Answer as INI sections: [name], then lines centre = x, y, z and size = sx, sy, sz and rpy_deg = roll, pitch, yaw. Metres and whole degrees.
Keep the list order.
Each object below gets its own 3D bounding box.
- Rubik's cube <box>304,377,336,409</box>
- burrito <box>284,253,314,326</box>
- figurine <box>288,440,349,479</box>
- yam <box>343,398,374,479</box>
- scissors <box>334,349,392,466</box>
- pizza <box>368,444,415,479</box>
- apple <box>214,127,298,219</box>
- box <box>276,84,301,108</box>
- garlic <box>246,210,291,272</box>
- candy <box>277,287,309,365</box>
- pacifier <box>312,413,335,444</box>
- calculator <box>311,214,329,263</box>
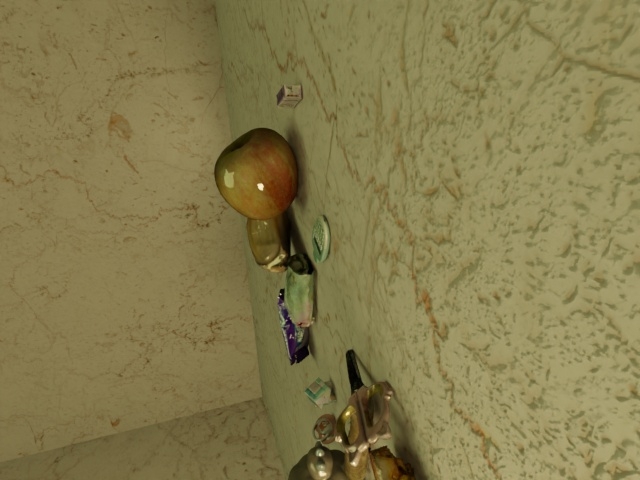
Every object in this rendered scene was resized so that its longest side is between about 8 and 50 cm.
[Rubik's cube]
centre = 0.006, 0.462, 1.364
size = 0.073, 0.084, 0.075
rpy_deg = 64, 172, -31
[burrito]
centre = -0.067, 0.162, 1.422
size = 0.144, 0.089, 0.229
rpy_deg = -118, 27, -60
[figurine]
centre = 0.003, 0.709, 1.266
size = 0.381, 0.202, 0.249
rpy_deg = 104, 149, -58
[yam]
centre = 0.089, 0.463, 1.070
size = 0.066, 0.066, 0.300
rpy_deg = -119, 24, -51
[scissors]
centre = 0.082, 0.324, 0.968
size = 0.024, 0.160, 0.318
rpy_deg = 40, -167, -16
[pizza]
centre = 0.155, 0.473, 0.792
size = 0.305, 0.085, 0.162
rpy_deg = -114, 9, -64
[apple]
centre = -0.178, -0.192, 1.348
size = 0.234, 0.256, 0.257
rpy_deg = 51, 177, -24
[box]
centre = -0.086, -0.386, 1.228
size = 0.117, 0.050, 0.036
rpy_deg = -170, 79, -75
[garlic]
centre = -0.166, 0.001, 1.497
size = 0.196, 0.151, 0.339
rpy_deg = 99, 166, -53
[candy]
centre = -0.089, 0.275, 1.545
size = 0.145, 0.070, 0.276
rpy_deg = -11, -87, -64
[pacifier]
centre = 0.021, 0.586, 1.395
size = 0.078, 0.081, 0.099
rpy_deg = 57, -179, -35
[calculator]
centre = 0.000, 0.000, 1.199
size = 0.153, 0.021, 0.095
rpy_deg = 99, 157, -48
